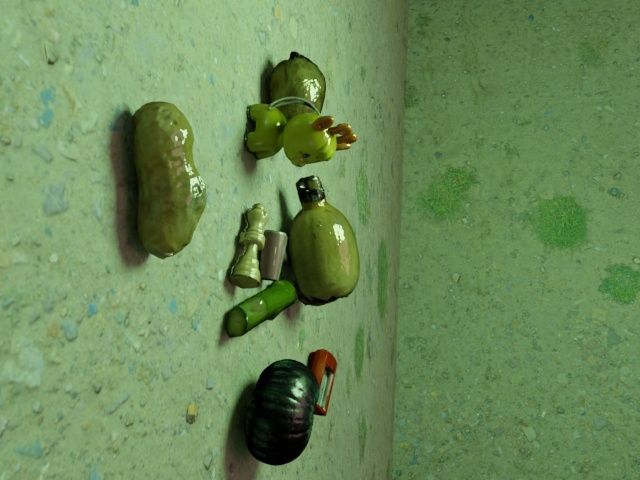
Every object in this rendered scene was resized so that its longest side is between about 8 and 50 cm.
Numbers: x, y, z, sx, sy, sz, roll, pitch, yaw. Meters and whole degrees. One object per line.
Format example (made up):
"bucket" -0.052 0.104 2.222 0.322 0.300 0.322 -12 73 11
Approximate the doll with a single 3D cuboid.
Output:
"doll" -0.036 -0.212 1.121 0.143 0.221 0.135 39 56 -64

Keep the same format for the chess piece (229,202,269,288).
"chess piece" -0.132 0.004 1.077 0.060 0.060 0.172 63 29 -56

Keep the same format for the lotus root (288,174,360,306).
"lotus root" 0.000 0.000 1.320 0.183 0.183 0.309 -38 119 -69

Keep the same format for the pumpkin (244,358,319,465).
"pumpkin" -0.079 0.333 1.096 0.202 0.140 0.201 10 90 -85

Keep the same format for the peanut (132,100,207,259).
"peanut" -0.210 -0.082 0.769 0.099 0.100 0.214 -22 105 -72

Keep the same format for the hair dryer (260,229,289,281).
"hair dryer" -0.090 0.038 1.231 0.154 0.054 0.106 29 66 -76

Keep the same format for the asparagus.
"asparagus" -0.115 0.131 1.122 0.278 0.060 0.067 -15 124 -73

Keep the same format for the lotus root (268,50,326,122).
"lotus root" -0.052 -0.303 1.231 0.138 0.139 0.214 19 72 -72

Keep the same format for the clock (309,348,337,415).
"clock" -0.006 0.376 1.478 0.113 0.061 0.155 63 34 -56
